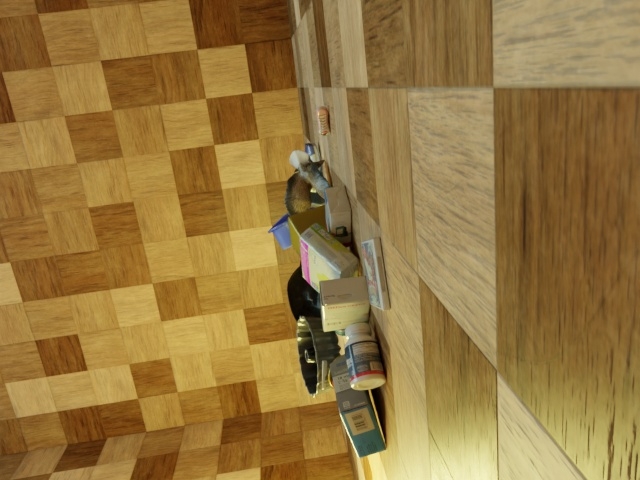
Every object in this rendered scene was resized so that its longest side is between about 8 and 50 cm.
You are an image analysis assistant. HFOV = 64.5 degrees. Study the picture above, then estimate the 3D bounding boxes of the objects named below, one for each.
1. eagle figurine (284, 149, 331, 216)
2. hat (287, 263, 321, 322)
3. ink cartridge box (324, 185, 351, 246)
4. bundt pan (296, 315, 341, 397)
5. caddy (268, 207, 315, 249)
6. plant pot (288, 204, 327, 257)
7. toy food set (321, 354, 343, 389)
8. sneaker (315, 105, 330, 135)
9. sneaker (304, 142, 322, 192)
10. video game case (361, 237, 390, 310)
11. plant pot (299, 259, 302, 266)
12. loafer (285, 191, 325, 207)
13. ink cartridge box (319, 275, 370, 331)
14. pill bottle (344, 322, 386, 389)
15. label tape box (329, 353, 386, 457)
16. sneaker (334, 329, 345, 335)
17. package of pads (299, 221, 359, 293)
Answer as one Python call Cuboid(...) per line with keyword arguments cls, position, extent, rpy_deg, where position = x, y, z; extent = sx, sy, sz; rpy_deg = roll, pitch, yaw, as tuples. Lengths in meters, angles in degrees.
Cuboid(cls="eagle figurine", position=(-0.045, -0.257, 2.344), extent=(0.226, 0.224, 0.299), rpy_deg=(101, 174, -48))
Cuboid(cls="hat", position=(0.015, 0.245, 2.201), extent=(0.133, 0.331, 0.332), rpy_deg=(0, 99, 56))
Cuboid(cls="ink cartridge box", position=(0.064, -0.066, 1.835), extent=(0.231, 0.077, 0.134), rpy_deg=(86, 175, -49))
Cuboid(cls="bundt pan", position=(0.000, 0.463, 2.076), extent=(0.331, 0.124, 0.331), rpy_deg=(174, 90, -73))
Cuboid(cls="caddy", position=(-0.115, -0.086, 2.737), extent=(0.179, 0.341, 0.241), rpy_deg=(64, 176, 0))
Cuboid(cls="plant pot", position=(0.000, 0.000, 2.127), extent=(0.212, 0.212, 0.187), rpy_deg=(88, 160, -56))
Cuboid(cls="toy food set", position=(0.098, 0.507, 1.930), extent=(0.071, 0.217, 0.128), rpy_deg=(9, 94, 41))
Cuboid(cls="sneaker", position=(0.013, -0.462, 1.986), extent=(0.134, 0.050, 0.070), rpy_deg=(82, 177, -65))
Cuboid(cls="sneaker", position=(-0.080, -0.341, 2.643), extent=(0.127, 0.182, 0.316), rpy_deg=(-114, 16, -72))
Cuboid(cls="video game case", position=(0.145, 0.088, 1.358), extent=(0.201, 0.023, 0.184), rpy_deg=(139, 123, -86))
Cuboid(cls="plant pot", position=(-0.014, 0.083, 2.671), extent=(0.187, 0.187, 0.167), rpy_deg=(155, 118, -86))
Cuboid(cls="loafer", position=(-0.067, -0.203, 2.566), extent=(0.095, 0.251, 0.087), rpy_deg=(-63, -29, -17))
Cuboid(cls="ink cartridge box", position=(0.077, 0.206, 1.640), extent=(0.212, 0.154, 0.093), rpy_deg=(86, 176, -60))
Cuboid(cls="pill bottle", position=(0.128, 0.348, 1.533), extent=(0.108, 0.107, 0.180), rpy_deg=(87, 174, -56))
Cuboid(cls="label tape box", position=(0.119, 0.540, 1.778), extent=(0.334, 0.105, 0.241), rpy_deg=(-105, -4, -60))
Cuboid(cls="sneaker", position=(0.095, 0.308, 2.032), extent=(0.302, 0.108, 0.121), rpy_deg=(-87, -10, -66))
Cuboid(cls="package of pads", position=(0.033, 0.108, 1.831), extent=(0.229, 0.101, 0.297), rpy_deg=(42, 155, 27))
